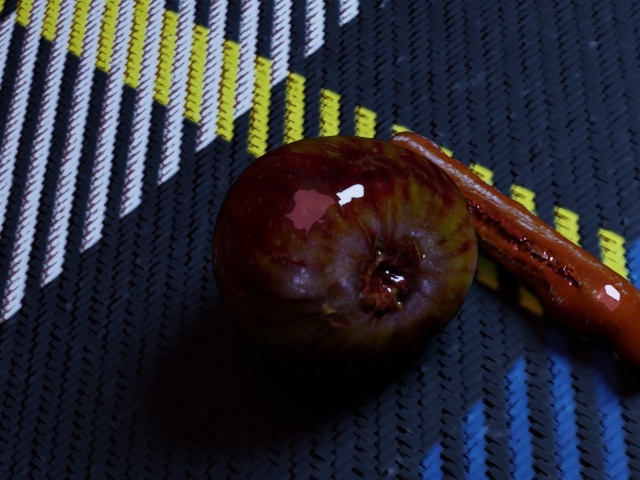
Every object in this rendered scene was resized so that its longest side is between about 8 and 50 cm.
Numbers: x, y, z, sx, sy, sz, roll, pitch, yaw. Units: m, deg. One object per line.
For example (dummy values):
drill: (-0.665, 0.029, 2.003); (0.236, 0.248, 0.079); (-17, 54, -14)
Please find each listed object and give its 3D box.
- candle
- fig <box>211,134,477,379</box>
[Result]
candle: (0.140, 0.007, 1.208); (0.051, 0.048, 0.329); (-27, 42, -23)
fig: (-0.004, 0.002, 1.204); (0.175, 0.175, 0.207); (-40, 32, -17)
